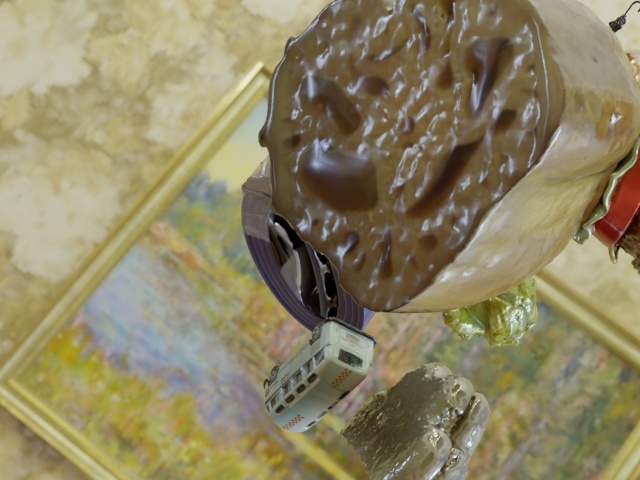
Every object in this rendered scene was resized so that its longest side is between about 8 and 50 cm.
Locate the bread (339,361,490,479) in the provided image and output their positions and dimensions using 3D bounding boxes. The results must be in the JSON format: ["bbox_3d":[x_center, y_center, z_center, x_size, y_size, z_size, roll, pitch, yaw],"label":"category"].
[{"bbox_3d":[0.127,0.247,1.663,0.102,0.183,0.337,39,-1,-9],"label":"bread"}]

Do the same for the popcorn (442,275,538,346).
[{"bbox_3d":[0.320,0.117,2.453,0.198,0.212,0.198,60,-13,25],"label":"popcorn"}]

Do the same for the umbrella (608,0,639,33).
[{"bbox_3d":[0.343,-0.240,1.546,0.013,0.122,0.022,28,16,-47],"label":"umbrella"}]

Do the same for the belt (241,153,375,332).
[{"bbox_3d":[0.000,0.000,1.961,0.212,0.117,0.347,17,-38,32],"label":"belt"}]

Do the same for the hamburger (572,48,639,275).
[{"bbox_3d":[0.385,-0.105,1.540,0.212,0.274,0.274,26,-16,4],"label":"hamburger"}]

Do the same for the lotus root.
[{"bbox_3d":[0.125,-0.111,1.124,0.316,0.316,0.250,26,18,40],"label":"lotus root"}]

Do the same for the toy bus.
[{"bbox_3d":[-0.007,0.195,1.791,0.087,0.089,0.194,28,-51,-21],"label":"toy bus"}]
